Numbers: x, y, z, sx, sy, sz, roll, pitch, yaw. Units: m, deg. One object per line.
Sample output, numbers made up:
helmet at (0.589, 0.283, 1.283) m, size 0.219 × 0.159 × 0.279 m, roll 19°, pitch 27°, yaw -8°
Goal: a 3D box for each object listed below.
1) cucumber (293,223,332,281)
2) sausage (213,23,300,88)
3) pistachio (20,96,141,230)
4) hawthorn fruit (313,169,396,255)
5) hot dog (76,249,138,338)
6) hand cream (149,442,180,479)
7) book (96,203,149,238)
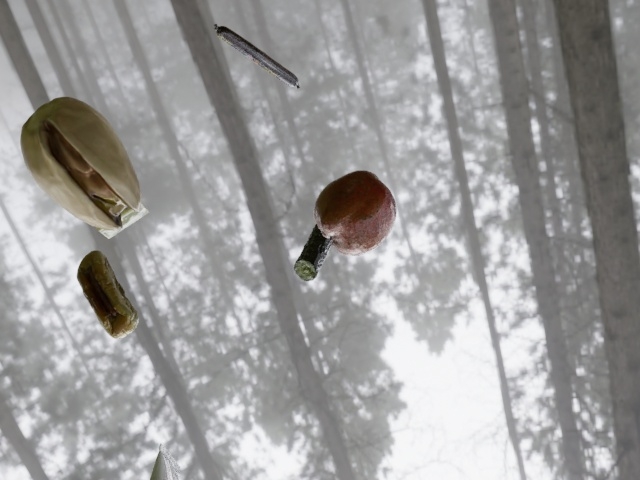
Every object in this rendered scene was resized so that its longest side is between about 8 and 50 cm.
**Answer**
cucumber at (0.001, 0.002, 2.444) m, size 0.072 × 0.072 × 0.300 m, roll -2°, pitch -146°, yaw 22°
sausage at (-0.106, -0.314, 1.543) m, size 0.028 × 0.198 × 0.025 m, roll -4°, pitch -118°, yaw 48°
pistachio at (-0.493, -0.158, 1.861) m, size 0.193 × 0.318 × 0.214 m, roll -38°, pitch 173°, yaw 4°
hawthorn fruit at (0.076, -0.061, 1.929) m, size 0.189 × 0.189 × 0.189 m, roll -12°, pitch -149°, yaw 7°
hot dog at (-0.515, 0.122, 2.129) m, size 0.084 × 0.073 × 0.242 m, roll -37°, pitch -116°, yaw 7°
hand cream at (-0.316, 0.531, 1.744) m, size 0.083 × 0.133 × 0.248 m, roll 1°, pitch -126°, yaw 9°
book at (-0.434, -0.046, 1.973) m, size 0.111 × 0.077 × 0.014 m, roll -34°, pitch -103°, yaw -5°
